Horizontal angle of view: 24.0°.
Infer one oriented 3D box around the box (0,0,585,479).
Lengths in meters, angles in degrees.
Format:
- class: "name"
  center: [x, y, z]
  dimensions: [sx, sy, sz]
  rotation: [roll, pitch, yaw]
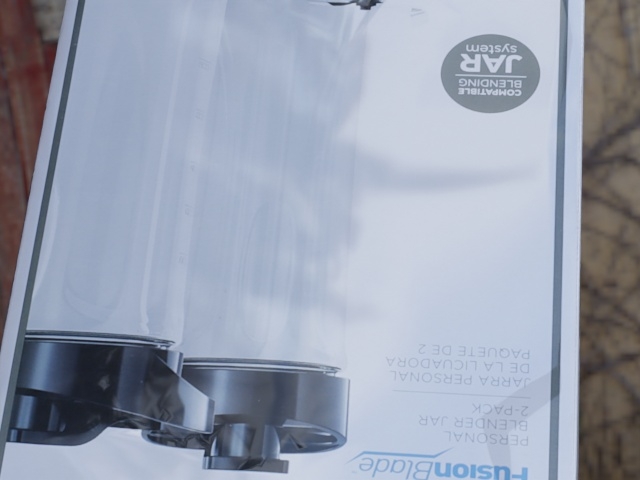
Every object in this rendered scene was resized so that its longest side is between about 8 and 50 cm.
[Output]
- class: "box"
  center: [0.000, 0.000, 0.473]
  dimensions: [0.087, 0.169, 0.290]
  rotation: [77, 18, -65]
